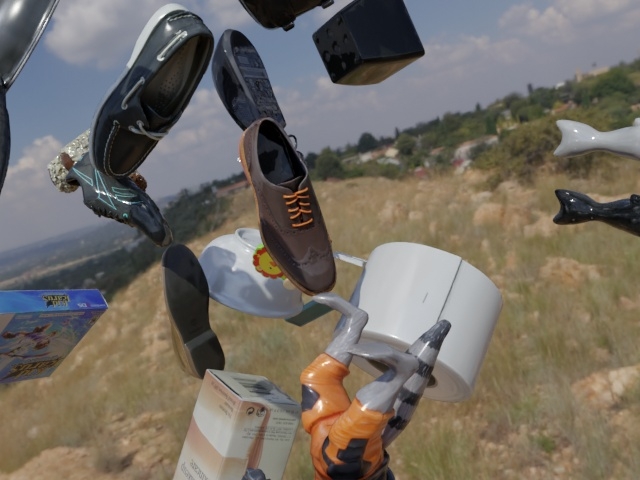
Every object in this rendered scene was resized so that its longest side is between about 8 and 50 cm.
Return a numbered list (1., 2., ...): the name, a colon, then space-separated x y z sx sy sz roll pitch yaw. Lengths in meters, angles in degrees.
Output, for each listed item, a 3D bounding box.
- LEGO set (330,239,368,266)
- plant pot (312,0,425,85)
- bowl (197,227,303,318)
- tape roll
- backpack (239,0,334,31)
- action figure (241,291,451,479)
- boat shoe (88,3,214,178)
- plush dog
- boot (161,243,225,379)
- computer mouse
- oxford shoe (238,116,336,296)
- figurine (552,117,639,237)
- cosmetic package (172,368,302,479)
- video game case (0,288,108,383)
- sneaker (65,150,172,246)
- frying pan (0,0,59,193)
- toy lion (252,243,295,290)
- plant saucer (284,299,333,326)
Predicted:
1. LEGO set: 0.000 0.000 1.406 0.244 0.060 0.182 17 3 14
2. plant pot: 0.096 -0.464 1.490 0.166 0.188 0.188 -28 6 -35
3. bowl: -0.159 0.059 1.557 0.297 0.134 0.298 20 16 -6
4. tape roll: 0.162 0.140 1.071 0.246 0.246 0.169 -8 48 53
5. backpack: -0.088 -0.566 1.214 0.225 0.191 0.253 -21 -38 22
6. action figure: 0.047 0.243 0.590 0.178 0.331 0.341 1 9 -24
7. boat shoe: -0.266 -0.215 0.997 0.114 0.303 0.091 1 36 -51
8. plush dog: -0.557 -0.180 1.681 0.211 0.225 0.262 -50 20 -29
9. boot: -0.306 0.160 1.412 0.112 0.306 0.115 -18 8 -42
10. computer mouse: -0.129 -0.234 1.125 0.072 0.273 0.188 -21 -2 26
11. oxford shoe: -0.045 -0.045 0.913 0.096 0.272 0.098 -25 2 -14
12. figurine: 0.513 -0.115 1.129 0.209 0.215 0.092 9 24 40
13. cosmetic package: -0.154 0.384 1.071 0.129 0.297 0.153 16 0 -35
14. video game case: -0.609 0.200 1.301 0.244 0.061 0.269 -45 -22 19
15. sneaker: -0.395 -0.072 1.261 0.106 0.267 0.101 -40 -19 -16
16. frying pan: -0.293 -0.136 0.556 0.197 0.326 0.053 -22 -40 40
17. toy lion: -0.065 0.033 1.092 0.100 0.096 0.034 -48 11 35
18. plant saucer: -0.027 0.202 1.801 0.067 0.018 0.192 26 -37 -27
